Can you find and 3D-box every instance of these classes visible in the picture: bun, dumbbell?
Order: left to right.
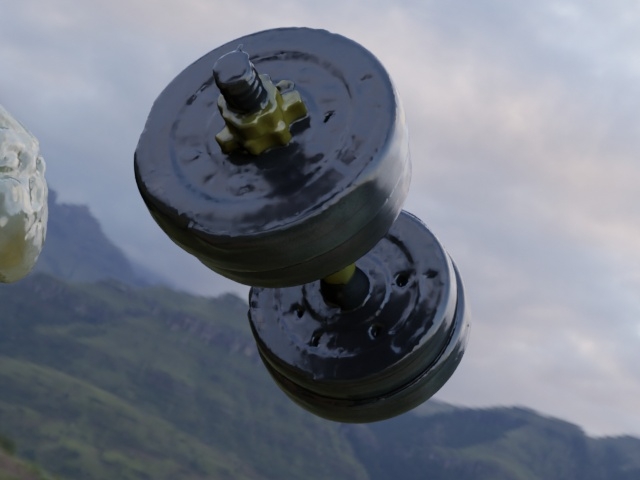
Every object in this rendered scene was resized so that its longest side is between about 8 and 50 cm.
[{"bbox_3d":[-0.265,-0.055,0.820,0.183,0.102,0.183,43,-10,9],"label":"bun"},{"bbox_3d":[0.000,0.000,0.801,0.185,0.185,0.388,14,-27,27],"label":"dumbbell"}]
